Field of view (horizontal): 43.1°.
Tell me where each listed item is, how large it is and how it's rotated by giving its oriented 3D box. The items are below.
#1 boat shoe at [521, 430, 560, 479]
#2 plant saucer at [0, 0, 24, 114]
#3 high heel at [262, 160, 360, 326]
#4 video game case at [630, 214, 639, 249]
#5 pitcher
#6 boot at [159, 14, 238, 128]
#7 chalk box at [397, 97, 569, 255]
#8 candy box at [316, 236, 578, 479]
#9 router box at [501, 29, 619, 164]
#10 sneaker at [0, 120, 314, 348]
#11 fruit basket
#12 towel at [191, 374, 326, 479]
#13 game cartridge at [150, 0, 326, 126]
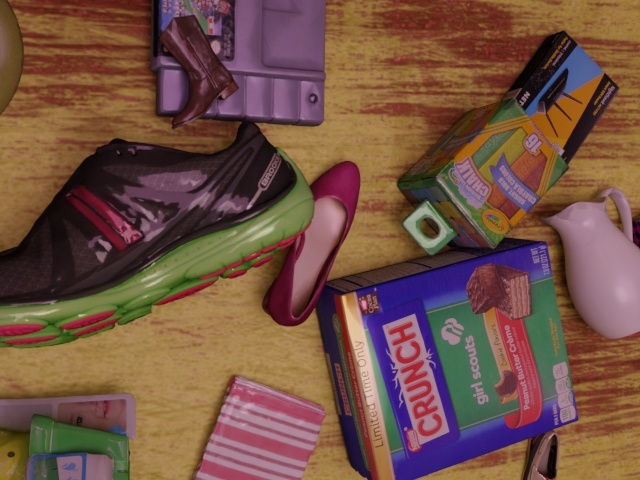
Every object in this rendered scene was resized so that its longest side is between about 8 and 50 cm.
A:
[{"bbox_3d":[0.336,0.350,1.224,0.049,0.043,0.137,6,90,-21],"label":"boat shoe"},{"bbox_3d":[-0.473,-0.228,0.941,0.241,0.037,0.241,0,91,-18],"label":"plant saucer"},{"bbox_3d":[0.000,0.000,1.064,0.082,0.117,0.244,36,80,-16],"label":"high heel"},{"bbox_3d":[0.619,0.037,1.318,0.210,0.042,0.232,-23,98,-17],"label":"video game case"},{"bbox_3d":[0.442,0.028,1.225,0.178,0.125,0.207,-23,87,-33],"label":"pitcher"},{"bbox_3d":[-0.169,-0.207,0.989,0.106,0.037,0.114,-42,113,-22],"label":"boot"},{"bbox_3d":[0.207,-0.074,1.127,0.213,0.132,0.132,-46,104,-13],"label":"chalk box"},{"bbox_3d":[0.175,0.158,1.124,0.317,0.122,0.268,-14,96,-17],"label":"candy box"},{"bbox_3d":[0.351,-0.203,1.220,0.133,0.046,0.179,40,78,-16],"label":"router box"},{"bbox_3d":[-0.249,-0.009,0.972,0.483,0.185,0.202,-21,79,-21],"label":"sneaker"},{"bbox_3d":[-0.379,0.319,0.869,0.353,0.165,0.327,4,58,-17],"label":"fruit basket"},{"bbox_3d":[-0.089,0.294,1.087,0.144,0.029,0.197,23,86,-17],"label":"towel"},{"bbox_3d":[-0.103,-0.333,1.057,0.230,0.068,0.355,1,91,-23],"label":"game cartridge"}]
